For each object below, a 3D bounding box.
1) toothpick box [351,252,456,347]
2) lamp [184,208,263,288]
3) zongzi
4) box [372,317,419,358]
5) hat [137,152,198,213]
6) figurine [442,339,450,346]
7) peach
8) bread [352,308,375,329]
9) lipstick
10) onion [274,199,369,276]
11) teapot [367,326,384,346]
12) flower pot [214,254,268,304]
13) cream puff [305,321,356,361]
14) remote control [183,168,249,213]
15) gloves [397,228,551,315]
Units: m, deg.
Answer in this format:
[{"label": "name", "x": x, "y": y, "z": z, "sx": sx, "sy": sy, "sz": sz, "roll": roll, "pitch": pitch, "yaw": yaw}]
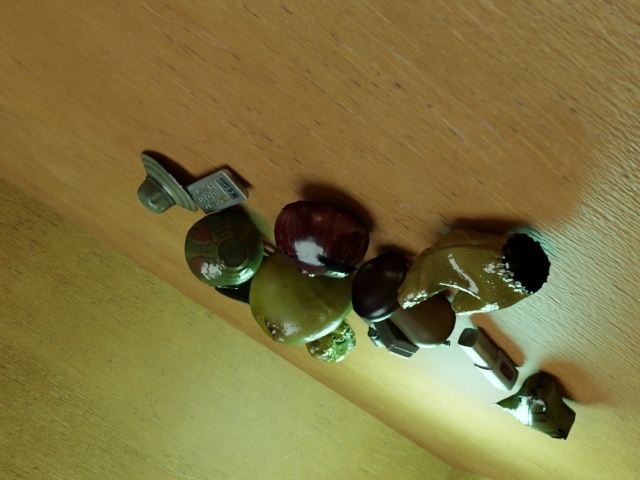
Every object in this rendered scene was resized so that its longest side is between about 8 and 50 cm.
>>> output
[{"label": "toothpick box", "x": 0.216, "y": 0.162, "z": 1.600, "sx": 0.294, "sy": 0.192, "sz": 0.192, "roll": 36, "pitch": 159, "yaw": -29}, {"label": "lamp", "x": -0.308, "y": 0.022, "z": 1.915, "sx": 0.250, "sy": 0.250, "sz": 0.284, "roll": 38, "pitch": 172, "yaw": -18}, {"label": "zongzi", "x": 0.622, "y": 0.487, "z": 1.888, "sx": 0.289, "sy": 0.123, "sz": 0.260, "roll": 11, "pitch": 148, "yaw": 50}, {"label": "box", "x": 0.195, "y": 0.230, "z": 1.754, "sx": 0.103, "sy": 0.055, "sz": 0.244, "roll": 25, "pitch": -156, "yaw": -35}, {"label": "hat", "x": -0.511, "y": -0.145, "z": 1.904, "sx": 0.252, "sy": 0.110, "sz": 0.252, "roll": 40, "pitch": 163, "yaw": 14}, {"label": "figurine", "x": 0.306, "y": 0.260, "z": 1.825, "sx": 0.178, "sy": 0.114, "sz": 0.145, "roll": 9, "pitch": 145, "yaw": 21}, {"label": "peach", "x": -0.056, "y": 0.150, "z": 1.772, "sx": 0.282, "sy": 0.315, "sz": 0.314, "roll": 52, "pitch": 163, "yaw": -10}, {"label": "bread", "x": 0.173, "y": 0.247, "z": 1.958, "sx": 0.172, "sy": 0.064, "sz": 0.232, "roll": 37, "pitch": 176, "yaw": 21}, {"label": "lipstick", "x": 0.495, "y": 0.349, "z": 1.792, "sx": 0.077, "sy": 0.079, "sz": 0.253, "roll": 5, "pitch": 147, "yaw": 51}, {"label": "onion", "x": 0.000, "y": 0.000, "z": 1.506, "sx": 0.246, "sy": 0.190, "sz": 0.246, "roll": 22, "pitch": 175, "yaw": 2}, {"label": "teapot", "x": 0.210, "y": 0.352, "z": 2.244, "sx": 0.049, "sy": 0.064, "sz": 0.083, "roll": -19, "pitch": 133, "yaw": 22}, {"label": "flower pot", "x": -0.212, "y": 0.129, "z": 2.066, "sx": 0.268, "sy": 0.166, "sz": 0.269, "roll": 16, "pitch": 180, "yaw": 0}, {"label": "cream puff", "x": 0.024, "y": 0.391, "z": 2.395, "sx": 0.194, "sy": 0.195, "sz": 0.221, "roll": 16, "pitch": 152, "yaw": 34}, {"label": "remote control", "x": -0.308, "y": -0.148, "z": 1.783, "sx": 0.109, "sy": 0.055, "sz": 0.313, "roll": 50, "pitch": 151, "yaw": -19}, {"label": "gloves", "x": 0.311, "y": 0.069, "z": 1.289, "sx": 0.203, "sy": 0.155, "sz": 0.356, "roll": 33, "pitch": 145, "yaw": -27}]
